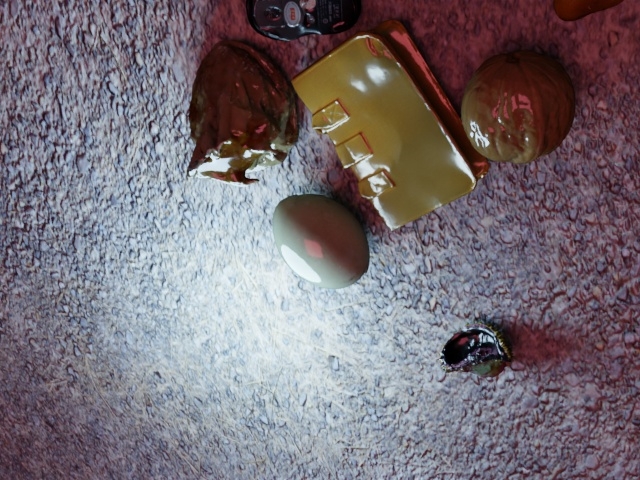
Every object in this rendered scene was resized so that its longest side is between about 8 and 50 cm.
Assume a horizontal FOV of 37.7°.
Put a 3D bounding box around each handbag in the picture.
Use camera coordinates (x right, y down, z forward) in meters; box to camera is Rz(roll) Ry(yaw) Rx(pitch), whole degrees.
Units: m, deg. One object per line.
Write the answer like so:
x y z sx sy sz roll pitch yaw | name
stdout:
0.142 -0.238 1.964 0.283 0.133 0.401 -27 104 36 | handbag

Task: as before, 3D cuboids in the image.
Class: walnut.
0.381 -0.252 1.809 0.227 0.228 0.228 10 120 17 | walnut

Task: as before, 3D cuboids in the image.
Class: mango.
0.494 -0.465 1.721 0.159 0.084 0.105 -25 100 31 | mango

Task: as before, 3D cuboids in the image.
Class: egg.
0.000 0.000 2.108 0.253 0.186 0.186 39 124 -4 | egg

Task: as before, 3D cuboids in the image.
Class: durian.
0.373 0.257 2.167 0.186 0.119 0.108 -16 147 32 | durian

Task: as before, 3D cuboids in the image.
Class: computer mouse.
-0.035 -0.484 1.910 0.233 0.096 0.137 -1 137 -1 | computer mouse

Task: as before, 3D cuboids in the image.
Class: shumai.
-0.205 -0.255 2.013 0.266 0.262 0.314 -1 115 21 | shumai
